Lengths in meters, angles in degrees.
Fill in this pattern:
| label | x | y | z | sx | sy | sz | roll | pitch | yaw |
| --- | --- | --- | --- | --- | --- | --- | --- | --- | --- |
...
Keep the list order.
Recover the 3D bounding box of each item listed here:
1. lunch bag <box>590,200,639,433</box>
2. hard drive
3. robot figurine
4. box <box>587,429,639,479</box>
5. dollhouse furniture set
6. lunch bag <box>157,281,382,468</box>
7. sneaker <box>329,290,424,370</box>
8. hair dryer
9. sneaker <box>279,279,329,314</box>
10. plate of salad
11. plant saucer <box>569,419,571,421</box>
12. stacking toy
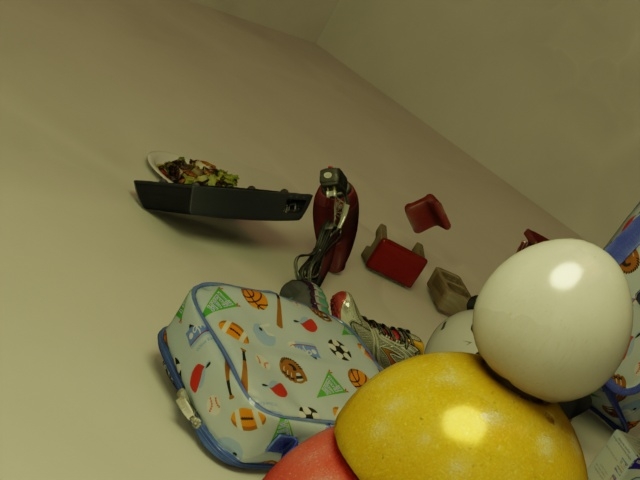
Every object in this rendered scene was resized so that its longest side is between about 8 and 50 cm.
| label | x | y | z | sx | sy | sz | roll | pitch | yaw |
| --- | --- | --- | --- | --- | --- | --- | --- | --- | --- |
| lunch bag | 0.540 | 0.116 | 2.055 | 0.239 | 0.328 | 0.385 | 40 | -10 | 35 |
| hard drive | -0.156 | -0.065 | 1.942 | 0.172 | 0.054 | 0.255 | 8 | 4 | 45 |
| robot figurine | 0.288 | 0.205 | 1.836 | 0.278 | 0.173 | 0.209 | 21 | 9 | -32 |
| box | 0.446 | 0.359 | 1.723 | 0.126 | 0.137 | 0.072 | 23 | 19 | -24 |
| dollhouse furniture set | 0.291 | 0.052 | 2.246 | 0.374 | 0.201 | 0.152 | 26 | 17 | -17 |
| lunch bag | -0.046 | 0.176 | 1.442 | 0.303 | 0.115 | 0.243 | 13 | 34 | -44 |
| sneaker | 0.089 | 0.143 | 1.675 | 0.225 | 0.093 | 0.088 | 50 | 12 | -33 |
| hair dryer | 0.000 | 0.000 | 1.994 | 0.080 | 0.223 | 0.293 | 18 | -4 | 15 |
| sneaker | -0.041 | 0.114 | 1.707 | 0.098 | 0.083 | 0.223 | 17 | 21 | -25 |
| plate of salad | -0.213 | -0.113 | 2.129 | 0.200 | 0.048 | 0.200 | 29 | 17 | -9 |
| plant saucer | 0.359 | 0.245 | 2.088 | 0.200 | 0.037 | 0.200 | 28 | 17 | -9 |
| stacking toy | 0.098 | 0.213 | 0.941 | 0.351 | 0.480 | 0.350 | 28 | 17 | -9 |
